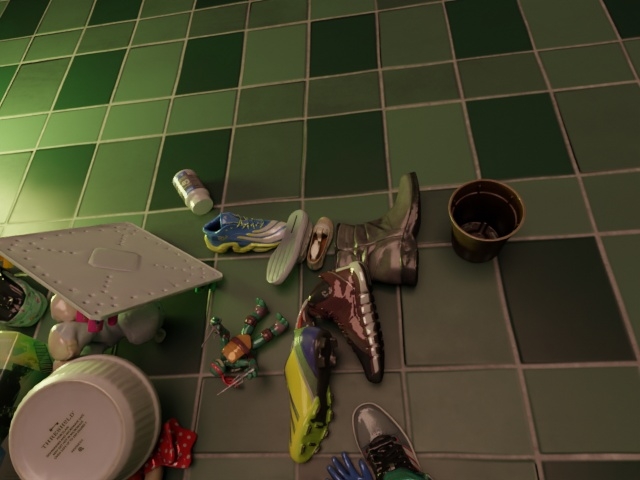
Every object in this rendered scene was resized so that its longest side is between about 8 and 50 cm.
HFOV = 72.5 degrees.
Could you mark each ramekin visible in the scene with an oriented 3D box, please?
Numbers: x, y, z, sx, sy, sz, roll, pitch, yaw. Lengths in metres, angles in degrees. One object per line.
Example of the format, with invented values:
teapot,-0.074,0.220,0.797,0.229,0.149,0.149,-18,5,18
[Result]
ramekin,-0.469,0.372,0.865,0.273,0.127,0.272,0,83,-2

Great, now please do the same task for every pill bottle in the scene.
pill bottle,-0.383,-0.145,1.316,0.078,0.078,0.137,-35,61,-9

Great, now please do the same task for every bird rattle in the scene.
bird rattle,-0.417,0.497,0.979,0.254,0.143,0.206,10,75,1

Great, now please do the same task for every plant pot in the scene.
plant pot,0.391,-0.033,1.061,0.167,0.165,0.166,-5,61,9

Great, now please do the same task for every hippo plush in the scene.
hippo plush,-0.511,0.234,1.086,0.237,0.294,0.234,-2,81,-19

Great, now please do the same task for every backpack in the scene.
backpack,-0.868,0.165,1.219,0.182,0.115,0.151,20,79,19

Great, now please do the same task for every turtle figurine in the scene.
turtle figurine,-0.195,0.251,1.047,0.175,0.118,0.234,41,60,11

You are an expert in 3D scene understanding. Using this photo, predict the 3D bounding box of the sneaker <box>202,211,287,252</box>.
sneaker,-0.209,-0.025,1.191,0.240,0.126,0.091,-12,61,5

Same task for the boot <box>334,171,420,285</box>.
boot,0.147,-0.040,1.145,0.223,0.118,0.338,1,58,17

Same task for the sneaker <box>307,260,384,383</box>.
sneaker,0.054,0.197,1.025,0.163,0.106,0.281,-12,75,12

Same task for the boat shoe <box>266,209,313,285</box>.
boat shoe,-0.068,0.028,1.164,0.083,0.076,0.226,1,59,40

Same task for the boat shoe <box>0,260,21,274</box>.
boat shoe,-0.988,0.070,1.297,0.306,0.113,0.104,-35,54,9

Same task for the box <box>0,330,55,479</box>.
box,-0.691,0.394,0.995,0.059,0.232,0.321,0,63,6

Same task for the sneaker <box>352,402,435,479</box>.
sneaker,0.142,0.446,0.840,0.124,0.178,0.295,-29,61,-5

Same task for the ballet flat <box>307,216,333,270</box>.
ballet flat,0.000,0.000,1.180,0.057,0.052,0.168,4,63,13

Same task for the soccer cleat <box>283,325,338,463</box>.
soccer cleat,-0.036,0.337,0.978,0.121,0.093,0.288,0,77,36

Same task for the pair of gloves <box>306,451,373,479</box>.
pair of gloves,0.036,0.526,0.860,0.198,0.023,0.159,-22,53,-33

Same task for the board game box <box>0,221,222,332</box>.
board game box,-0.516,0.067,1.090,0.390,0.390,0.050,25,109,22

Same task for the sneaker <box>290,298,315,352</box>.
sneaker,-0.030,0.224,1.070,0.065,0.061,0.157,11,73,3
